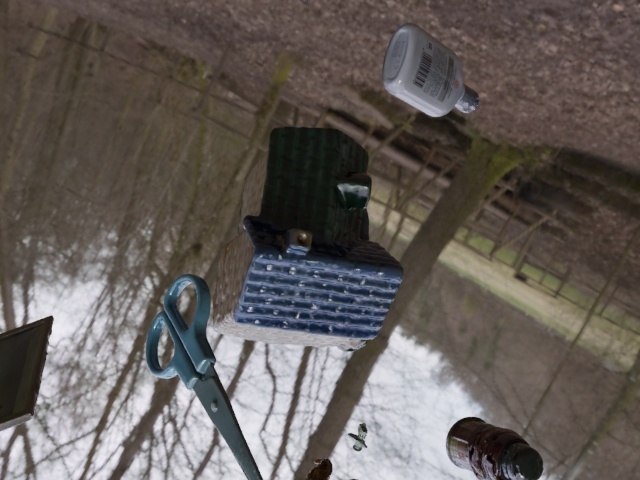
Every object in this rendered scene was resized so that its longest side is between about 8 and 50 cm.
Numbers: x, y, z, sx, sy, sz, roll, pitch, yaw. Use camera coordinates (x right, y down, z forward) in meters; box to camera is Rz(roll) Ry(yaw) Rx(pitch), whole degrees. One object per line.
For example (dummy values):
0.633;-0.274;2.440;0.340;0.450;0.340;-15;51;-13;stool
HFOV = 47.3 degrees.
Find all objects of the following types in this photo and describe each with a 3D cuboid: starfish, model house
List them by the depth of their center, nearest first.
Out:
-0.023;0.446;1.267;0.043;0.227;0.240;60;-164;-8;starfish
0.000;0.000;1.634;0.395;0.445;0.400;11;161;-15;model house

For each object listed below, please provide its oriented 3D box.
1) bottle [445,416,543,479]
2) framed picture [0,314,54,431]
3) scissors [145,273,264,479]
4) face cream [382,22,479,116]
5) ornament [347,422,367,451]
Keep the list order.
0.418;0.509;1.721;0.156;0.143;0.271;3;177;-21;bottle
-0.553;0.236;1.196;0.289;0.213;0.016;-117;7;-62;framed picture
-0.174;0.230;1.138;0.029;0.192;0.447;18;-159;-40;scissors
0.234;-0.327;1.481;0.071;0.144;0.291;17;-177;41;face cream
0.116;0.594;2.186;0.068;0.092;0.041;49;-139;8;ornament
